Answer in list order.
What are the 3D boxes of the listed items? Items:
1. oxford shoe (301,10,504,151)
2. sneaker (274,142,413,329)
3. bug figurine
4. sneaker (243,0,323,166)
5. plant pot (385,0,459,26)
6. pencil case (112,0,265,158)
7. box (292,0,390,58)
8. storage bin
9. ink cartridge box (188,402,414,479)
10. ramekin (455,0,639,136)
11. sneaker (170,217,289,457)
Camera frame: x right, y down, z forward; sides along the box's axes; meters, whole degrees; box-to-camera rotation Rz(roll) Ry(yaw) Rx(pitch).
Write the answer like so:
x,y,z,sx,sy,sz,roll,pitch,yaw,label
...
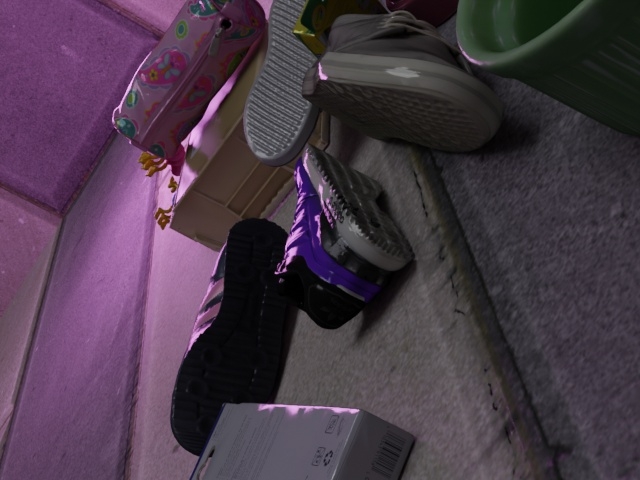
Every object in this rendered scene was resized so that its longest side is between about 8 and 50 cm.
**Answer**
x,y,z,sx,sy,sz,roll,pitch,yaw,label
0.081,-0.180,1.215,0.130,0.169,0.449,-59,14,1,oxford shoe
-0.001,0.000,1.251,0.146,0.102,0.293,-56,19,16,sneaker
-0.213,-0.161,1.946,0.216,0.072,0.279,63,-140,-57,bug figurine
-0.010,-0.191,1.527,0.102,0.161,0.282,-2,58,25,sneaker
0.106,-0.388,1.413,0.201,0.180,0.201,-51,20,27,plant pot
-0.196,-0.257,1.719,0.284,0.124,0.124,-49,22,26,pencil case
0.032,-0.265,1.437,0.043,0.179,0.105,15,74,36,box
-0.106,-0.152,1.715,0.260,0.123,0.262,-50,22,31,storage bin
-0.042,0.238,1.078,0.333,0.065,0.165,-11,52,64,ink cartridge box
0.250,-0.224,0.851,0.303,0.148,0.303,-51,21,28,ramekin
-0.104,0.131,1.367,0.131,0.112,0.319,115,174,-52,sneaker
